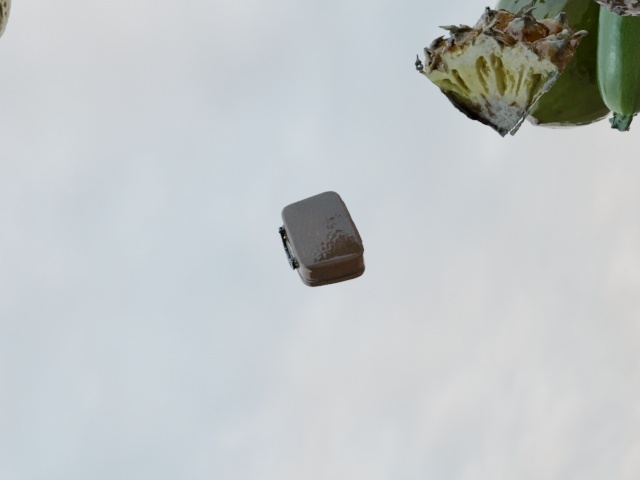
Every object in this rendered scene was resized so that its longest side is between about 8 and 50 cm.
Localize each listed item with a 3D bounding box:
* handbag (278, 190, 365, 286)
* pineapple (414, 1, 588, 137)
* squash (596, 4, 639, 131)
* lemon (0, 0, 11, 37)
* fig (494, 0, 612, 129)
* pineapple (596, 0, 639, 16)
[{"bbox_3d":[0.000,0.000,2.190,0.151,0.193,0.072,-17,-39,-9],"label":"handbag"},{"bbox_3d":[0.257,-0.241,1.565,0.114,0.236,0.186,-47,-54,-43],"label":"pineapple"},{"bbox_3d":[0.504,-0.365,1.785,0.107,0.107,0.395,-29,-51,-44],"label":"squash"},{"bbox_3d":[-0.532,-0.325,1.476,0.228,0.253,0.228,-8,-78,-39],"label":"lemon"},{"bbox_3d":[0.466,-0.369,2.070,0.343,0.343,0.343,-32,-47,-42],"label":"fig"},{"bbox_3d":[0.407,-0.411,1.344,0.310,0.141,0.170,85,-152,-67],"label":"pineapple"}]
